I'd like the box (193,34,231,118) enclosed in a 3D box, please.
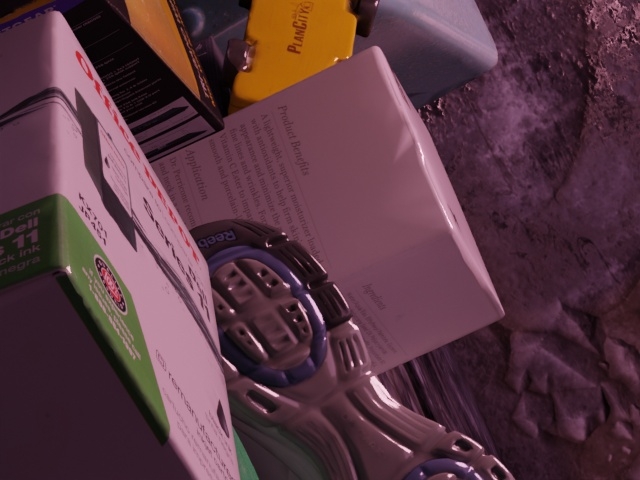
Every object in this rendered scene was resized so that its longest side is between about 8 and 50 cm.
[{"bbox_3d":[-0.051,-0.024,1.365,0.233,0.059,0.183,61,8,-28],"label":"box"}]

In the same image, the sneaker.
[{"bbox_3d":[0.012,0.127,0.907,0.297,0.111,0.129,55,-26,9],"label":"sneaker"}]

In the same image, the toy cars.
[{"bbox_3d":[-0.079,-0.198,1.327,0.394,0.176,0.087,50,-37,30],"label":"toy cars"}]

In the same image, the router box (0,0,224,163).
[{"bbox_3d":[-0.173,-0.215,1.005,0.243,0.081,0.309,45,21,-71],"label":"router box"}]

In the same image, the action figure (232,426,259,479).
[{"bbox_3d":[-0.041,0.152,0.811,0.137,0.063,0.232,-74,143,-77],"label":"action figure"}]

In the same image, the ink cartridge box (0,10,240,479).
[{"bbox_3d":[-0.103,0.026,0.677,0.208,0.086,0.153,-105,169,-57],"label":"ink cartridge box"}]

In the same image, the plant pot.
[{"bbox_3d":[-0.034,-0.229,1.534,0.252,0.247,0.248,17,48,-64],"label":"plant pot"}]

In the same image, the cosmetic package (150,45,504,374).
[{"bbox_3d":[0.000,0.000,1.149,0.151,0.183,0.151,53,14,-60],"label":"cosmetic package"}]
